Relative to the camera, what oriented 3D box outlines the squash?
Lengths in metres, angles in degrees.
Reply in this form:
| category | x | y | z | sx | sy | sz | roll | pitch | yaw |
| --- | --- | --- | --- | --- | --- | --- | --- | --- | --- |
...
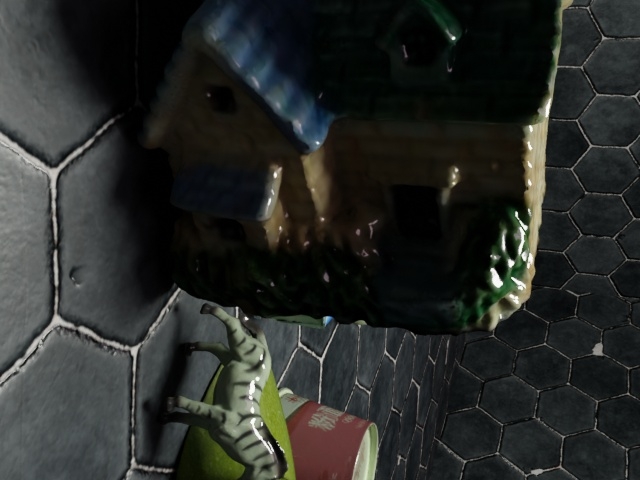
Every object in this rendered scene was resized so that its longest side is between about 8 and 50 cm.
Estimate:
| category | x | y | z | sx | sy | sz | roll | pitch | yaw |
| --- | --- | --- | --- | --- | --- | --- | --- | --- | --- |
| squash | -0.143 | 0.290 | 1.024 | 0.189 | 0.189 | 0.260 | 73 | -4 | -47 |

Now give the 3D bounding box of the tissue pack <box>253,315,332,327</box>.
| category | x | y | z | sx | sy | sz | roll | pitch | yaw |
| --- | --- | --- | --- | --- | --- | --- | --- | --- | --- |
| tissue pack | 0.000 | 0.000 | 1.137 | 0.263 | 0.146 | 0.198 | -39 | 132 | -62 |

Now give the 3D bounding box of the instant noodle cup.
| category | x | y | z | sx | sy | sz | roll | pitch | yaw |
| --- | --- | --- | --- | --- | --- | --- | --- | --- | --- |
| instant noodle cup | -0.007 | 0.388 | 1.185 | 0.235 | 0.178 | 0.235 | 7 | 90 | -72 |

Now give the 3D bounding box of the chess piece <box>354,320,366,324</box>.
| category | x | y | z | sx | sy | sz | roll | pitch | yaw |
| --- | --- | --- | --- | --- | --- | --- | --- | --- | --- |
| chess piece | 0.123 | 0.120 | 1.538 | 0.243 | 0.133 | 0.133 | -20 | 115 | -62 |

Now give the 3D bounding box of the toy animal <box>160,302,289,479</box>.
| category | x | y | z | sx | sy | sz | roll | pitch | yaw |
| --- | --- | --- | --- | --- | --- | --- | --- | --- | --- |
| toy animal | -0.105 | 0.203 | 0.871 | 0.073 | 0.176 | 0.217 | 129 | -23 | -70 |

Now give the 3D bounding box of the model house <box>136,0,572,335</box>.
| category | x | y | z | sx | sy | sz | roll | pitch | yaw |
| --- | --- | --- | --- | --- | --- | --- | --- | --- | --- |
| model house | 0.037 | -0.161 | 0.777 | 0.395 | 0.445 | 0.400 | -61 | 152 | -42 |
